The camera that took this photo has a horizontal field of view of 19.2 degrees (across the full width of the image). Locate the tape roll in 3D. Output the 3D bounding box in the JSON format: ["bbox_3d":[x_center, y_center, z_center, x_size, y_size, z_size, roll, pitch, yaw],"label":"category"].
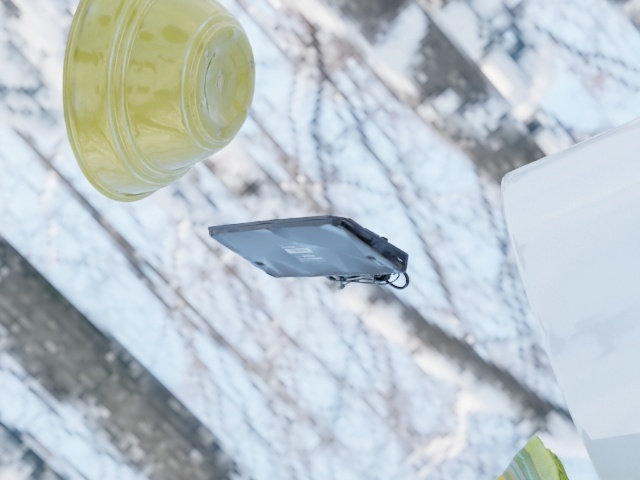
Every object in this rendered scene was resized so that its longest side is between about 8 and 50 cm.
[{"bbox_3d":[0.200,0.073,1.050,0.100,0.286,0.286,-24,-153,13],"label":"tape roll"}]

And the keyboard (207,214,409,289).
[{"bbox_3d":[0.000,0.000,1.425,0.192,0.100,0.038,-2,-123,57],"label":"keyboard"}]

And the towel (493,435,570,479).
[{"bbox_3d":[0.025,0.189,0.877,0.237,0.021,0.102,-40,-160,9],"label":"towel"}]

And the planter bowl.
[{"bbox_3d":[-0.115,-0.134,1.568,0.090,0.217,0.217,8,-131,27],"label":"planter bowl"}]
